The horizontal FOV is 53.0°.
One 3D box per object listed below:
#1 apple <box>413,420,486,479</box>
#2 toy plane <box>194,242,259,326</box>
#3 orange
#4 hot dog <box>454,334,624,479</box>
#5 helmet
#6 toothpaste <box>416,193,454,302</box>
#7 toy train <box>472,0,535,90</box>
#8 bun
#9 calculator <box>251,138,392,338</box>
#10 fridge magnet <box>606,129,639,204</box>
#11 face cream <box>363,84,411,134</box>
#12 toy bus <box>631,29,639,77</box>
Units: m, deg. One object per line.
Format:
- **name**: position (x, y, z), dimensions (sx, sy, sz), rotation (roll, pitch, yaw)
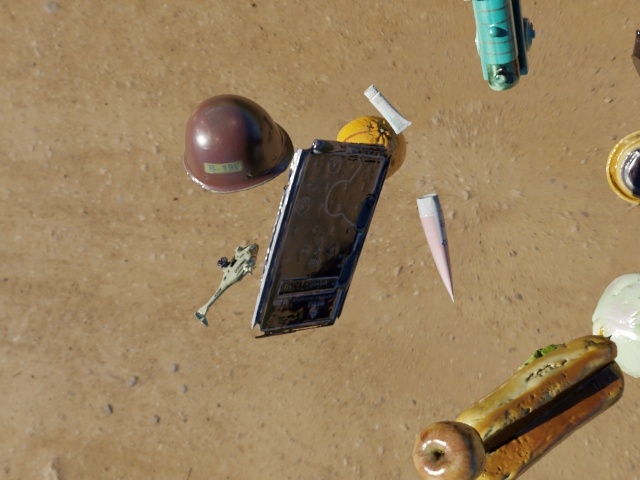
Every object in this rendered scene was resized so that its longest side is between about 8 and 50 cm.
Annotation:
- **apple**: position (0.155, 0.255, 0.764), dimensions (0.083, 0.071, 0.084), rotation (-16, 60, 30)
- **toy plane**: position (-0.272, 0.121, 1.904), dimensions (0.286, 0.092, 0.108), rotation (-49, 38, -16)
- **orange**: position (0.137, -0.250, 1.730), dimensions (0.193, 0.161, 0.193), rotation (2, 52, -3)
- **hot dog**: position (0.339, 0.248, 0.988), dimensions (0.337, 0.100, 0.135), rotation (-28, 103, -20)
- **helmet**: position (-0.129, -0.160, 0.966), dimensions (0.175, 0.106, 0.155), rotation (10, 61, 5)
- **toothpaste**: position (0.217, 0.013, 1.172), dimensions (0.042, 0.067, 0.195), rotation (-14, 101, 6)
- **toy train**: position (0.339, -0.438, 1.234), dimensions (0.119, 0.194, 0.298), rotation (-2, 130, 25)
- **bun**: position (0.827, 0.231, 1.711), dimensions (0.187, 0.293, 0.294), rotation (-7, 93, -19)
- **calculator**: position (0.000, 0.000, 0.841), dimensions (0.028, 0.165, 0.274), rotation (32, 115, 38)
- **fridge magnet**: position (0.591, -0.130, 1.154), dimensions (0.142, 0.063, 0.143), rotation (9, 113, 22)
- **face cream**: position (0.135, -0.265, 1.303), dimensions (0.038, 0.020, 0.115), rotation (-38, 106, 26)
- **toy bus**: position (0.757, -0.312, 1.303), dimensions (0.147, 0.128, 0.303), rotation (-32, 113, 24)
